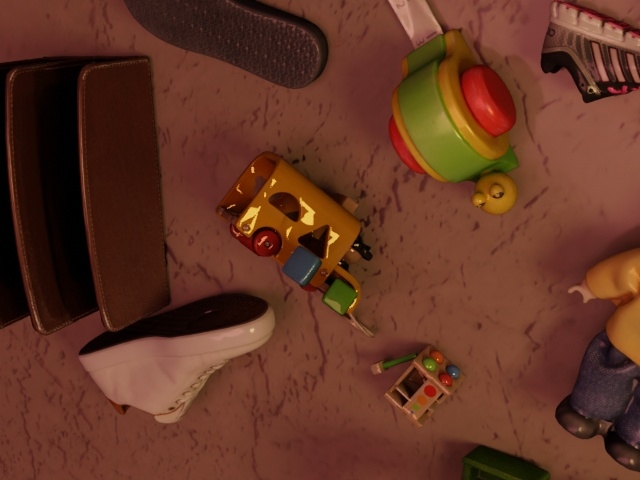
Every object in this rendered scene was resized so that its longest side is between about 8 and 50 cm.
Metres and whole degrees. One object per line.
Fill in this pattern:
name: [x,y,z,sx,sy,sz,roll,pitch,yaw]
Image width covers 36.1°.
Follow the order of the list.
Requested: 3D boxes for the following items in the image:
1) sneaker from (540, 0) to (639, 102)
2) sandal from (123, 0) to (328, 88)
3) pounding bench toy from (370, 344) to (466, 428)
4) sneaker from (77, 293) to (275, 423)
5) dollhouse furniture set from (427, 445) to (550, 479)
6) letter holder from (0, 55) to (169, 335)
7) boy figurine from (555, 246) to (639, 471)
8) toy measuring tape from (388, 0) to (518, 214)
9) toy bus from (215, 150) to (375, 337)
sneaker: [0.269,-0.149,0.872,0.170,0.063,0.075,31,116,21]
sandal: [-0.107,-0.239,1.048,0.254,0.054,0.097,31,124,5]
pounding bench toy: [0.101,0.142,1.044,0.083,0.052,0.065,42,118,11]
sneaker: [-0.151,0.144,1.155,0.290,0.106,0.123,-16,106,37]
dollhouse furniture set: [0.227,0.342,0.930,0.301,0.197,0.151,16,110,32]
letter holder: [-0.301,-0.046,1.100,0.152,0.214,0.302,5,106,26]
boy figurine: [0.316,0.068,0.893,0.177,0.092,0.285,30,115,17]
toy measuring tape: [0.093,-0.168,0.925,0.121,0.121,0.330,-28,91,30]
toy bus: [-0.007,-0.006,1.023,0.191,0.202,0.104,35,87,21]
